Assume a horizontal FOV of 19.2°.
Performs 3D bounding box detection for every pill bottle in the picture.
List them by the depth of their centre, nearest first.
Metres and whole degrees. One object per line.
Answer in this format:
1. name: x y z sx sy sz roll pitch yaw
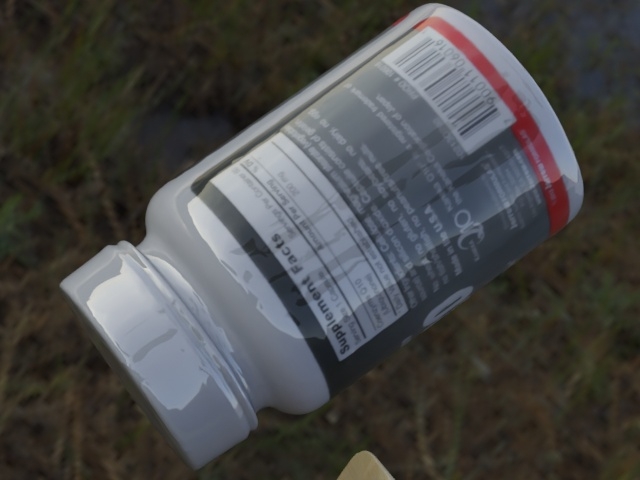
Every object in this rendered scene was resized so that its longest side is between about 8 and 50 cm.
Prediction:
1. pill bottle: 0.000 0.000 1.120 0.161 0.283 0.161 51 -11 14

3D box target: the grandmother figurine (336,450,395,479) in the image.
1. grandmother figurine: 0.136 0.238 1.053 0.342 0.208 0.104 26 41 -21
